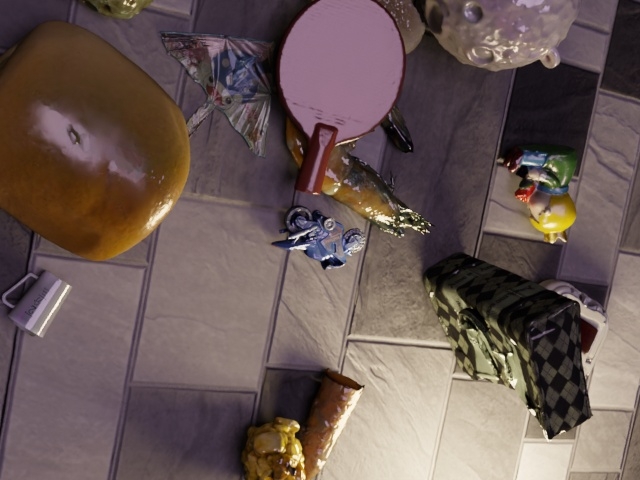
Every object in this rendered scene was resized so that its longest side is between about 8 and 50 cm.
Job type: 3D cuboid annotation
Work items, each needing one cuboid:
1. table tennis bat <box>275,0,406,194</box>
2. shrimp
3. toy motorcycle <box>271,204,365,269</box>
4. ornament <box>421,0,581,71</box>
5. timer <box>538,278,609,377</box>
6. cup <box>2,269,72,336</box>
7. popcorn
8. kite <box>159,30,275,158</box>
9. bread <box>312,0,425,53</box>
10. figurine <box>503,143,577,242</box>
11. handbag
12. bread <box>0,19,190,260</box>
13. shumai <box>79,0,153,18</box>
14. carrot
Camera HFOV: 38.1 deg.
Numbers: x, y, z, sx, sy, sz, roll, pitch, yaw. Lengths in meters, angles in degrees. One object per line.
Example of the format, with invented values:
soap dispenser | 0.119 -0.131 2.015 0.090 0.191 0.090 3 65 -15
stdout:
table tennis bat | 0.028 -0.294 1.867 0.268 0.051 0.414 13 97 -17
shrimp | 0.113 -0.176 2.013 0.445 0.085 0.272 43 73 -23
toy motorcycle | 0.000 0.000 1.987 0.205 0.076 0.114 21 96 -28
ornament | 0.375 -0.529 1.923 0.337 0.337 0.337 -5 102 -27
timer | 0.608 0.235 2.336 0.262 0.087 0.237 30 85 -29
cup | -0.535 0.111 1.732 0.104 0.074 0.116 32 79 0
popcorn | -0.104 0.469 1.983 0.140 0.163 0.194 -12 139 2
kite | -0.202 -0.296 1.857 0.314 0.011 0.335 -47 116 -12
bread | 0.076 -0.514 1.910 0.183 0.102 0.337 -40 114 -16
figurine | 0.524 -0.108 2.217 0.185 0.127 0.234 -3 114 -15
handbag | 0.416 0.227 2.059 0.180 0.416 0.316 -24 113 -18
bread | -0.419 -0.171 1.632 0.376 0.253 0.348 42 76 -29
shumai | -0.341 -0.558 1.576 0.330 0.288 0.292 37 83 -29
carrot | 0.009 0.422 2.056 0.102 0.102 0.263 21 91 -29
